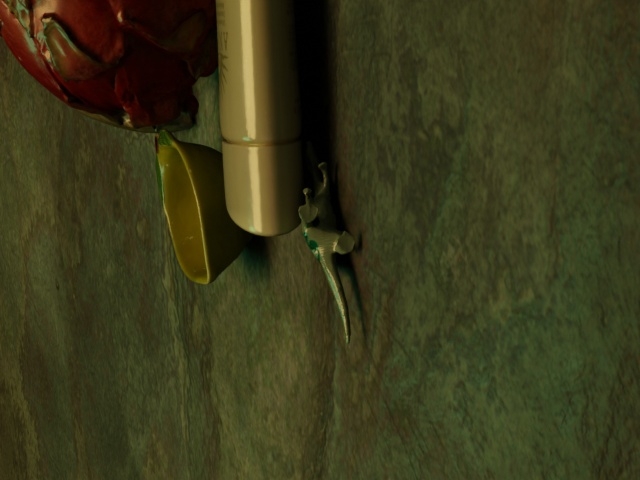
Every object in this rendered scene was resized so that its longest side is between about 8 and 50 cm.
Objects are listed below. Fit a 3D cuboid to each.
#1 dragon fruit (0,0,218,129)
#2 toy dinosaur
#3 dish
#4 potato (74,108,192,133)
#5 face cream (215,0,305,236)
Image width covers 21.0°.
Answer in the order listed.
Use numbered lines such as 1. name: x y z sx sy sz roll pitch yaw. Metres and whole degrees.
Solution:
1. dragon fruit: -0.226 -0.290 1.866 0.277 0.277 0.343 -136 49 -59
2. toy dinosaur: 0.004 0.000 1.669 0.106 0.044 0.187 -140 34 -78
3. dish: -0.121 -0.042 1.913 0.149 0.080 0.208 108 147 -53
4. potato: -0.290 -0.210 2.144 0.264 0.189 0.211 158 105 -68
5. face cream: -0.062 -0.185 1.708 0.173 0.081 0.349 -128 36 -79
